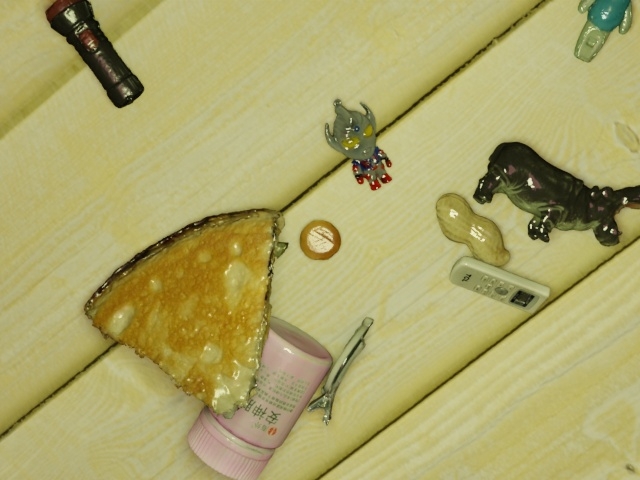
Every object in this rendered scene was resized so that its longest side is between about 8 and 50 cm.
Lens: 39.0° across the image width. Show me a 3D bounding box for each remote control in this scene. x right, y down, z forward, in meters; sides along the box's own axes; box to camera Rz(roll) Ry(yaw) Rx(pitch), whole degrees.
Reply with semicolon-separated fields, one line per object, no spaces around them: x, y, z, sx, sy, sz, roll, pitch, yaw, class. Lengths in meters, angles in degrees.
0.351;0.087;1.789;0.190;0.087;0.029;22;58;-1;remote control

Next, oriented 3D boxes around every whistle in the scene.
0.553;-0.451;1.715;0.114;0.077;0.235;26;100;-8;whistle

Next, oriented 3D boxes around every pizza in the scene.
-0.217;0.088;1.754;0.435;0.080;0.391;28;80;27;pizza

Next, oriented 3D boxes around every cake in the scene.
0.000;0.000;1.812;0.084;0.044;0.084;0;95;2;cake

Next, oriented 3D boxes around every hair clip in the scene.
0.046;0.258;1.794;0.054;0.140;0.220;30;98;9;hair clip

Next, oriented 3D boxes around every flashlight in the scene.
-0.436;-0.367;1.765;0.093;0.093;0.232;-35;95;6;flashlight

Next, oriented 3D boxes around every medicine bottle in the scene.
-0.121;0.310;1.788;0.178;0.178;0.290;32;98;-2;medicine bottle

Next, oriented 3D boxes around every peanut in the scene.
0.299;-0.017;1.780;0.187;0.082;0.082;38;97;-4;peanut

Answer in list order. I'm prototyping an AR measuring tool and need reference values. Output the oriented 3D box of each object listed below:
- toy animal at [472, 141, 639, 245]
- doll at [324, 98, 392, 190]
0.468;-0.072;1.753;0.343;0.106;0.168;18;90;-6;toy animal
0.075;-0.190;1.777;0.104;0.062;0.194;-28;102;7;doll
